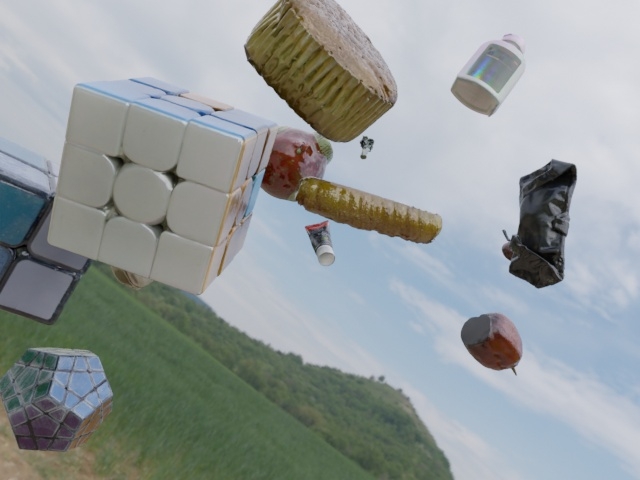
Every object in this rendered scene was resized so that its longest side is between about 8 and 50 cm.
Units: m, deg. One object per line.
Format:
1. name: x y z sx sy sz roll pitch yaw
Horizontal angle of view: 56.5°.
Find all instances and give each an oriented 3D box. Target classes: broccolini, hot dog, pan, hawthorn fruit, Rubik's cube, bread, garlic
1. broccolini: 0.125 -0.244 1.629 0.044 0.042 0.218 26 22 -5
2. hot dog: 0.091 -0.052 1.127 0.289 0.068 0.083 17 -21 -8
3. pan: 0.513 0.009 1.595 0.023 0.069 0.115 107 -23 -48
4. hawthorn fruit: 0.600 0.357 2.015 0.251 0.190 0.189 51 -14 1
5. Rubik's cube: -0.272 -0.115 1.092 0.291 0.291 0.291 19 17 1
6. bread: 0.009 -0.293 0.988 0.253 0.142 0.227 41 27 -13
7. garlic: -0.511 0.019 1.729 0.281 0.185 0.203 -96 167 -74
8. Rubik's cube: -0.731 -0.032 1.447 0.319 0.313 0.316 28 8 -32
9. Rubik's cube: -0.750 0.446 1.695 0.264 0.318 0.319 -30 -62 31

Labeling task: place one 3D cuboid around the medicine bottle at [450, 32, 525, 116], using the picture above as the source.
1. medicine bottle: 0.389 -0.381 1.335 0.115 0.219 0.078 34 -28 9

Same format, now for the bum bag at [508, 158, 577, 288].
1. bum bag: 0.505 -0.042 1.360 0.137 0.309 0.074 -1 -20 45

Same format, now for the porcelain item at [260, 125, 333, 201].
1. porcelain item: -0.078 -0.245 1.801 0.253 0.253 0.253 35 -14 10

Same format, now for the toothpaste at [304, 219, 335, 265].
1. toothpaste: 0.000 0.000 1.614 0.193 0.071 0.045 -103 179 -58
